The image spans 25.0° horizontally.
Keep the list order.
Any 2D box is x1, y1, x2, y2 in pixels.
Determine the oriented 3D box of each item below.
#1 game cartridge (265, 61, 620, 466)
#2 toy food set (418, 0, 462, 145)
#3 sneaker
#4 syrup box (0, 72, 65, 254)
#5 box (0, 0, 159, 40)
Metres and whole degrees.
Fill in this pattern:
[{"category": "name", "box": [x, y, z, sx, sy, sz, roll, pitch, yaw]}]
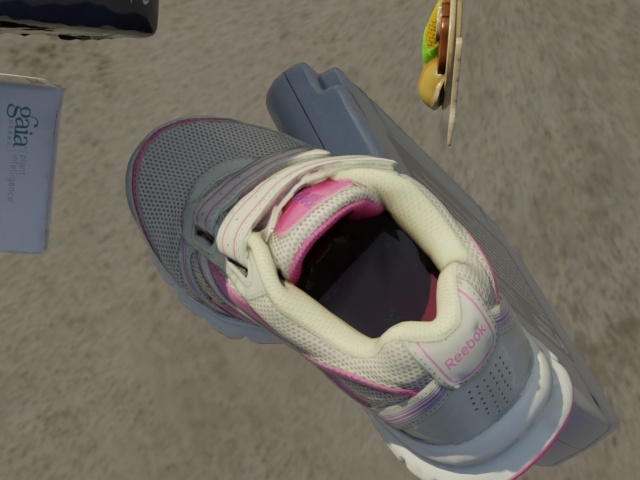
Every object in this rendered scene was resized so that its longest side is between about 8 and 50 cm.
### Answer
[{"category": "game cartridge", "box": [0.083, 0.031, 0.848, 0.062, 0.297, 0.198, -31, 59, 14]}, {"category": "toy food set", "box": [0.124, -0.193, 1.502, 0.038, 0.192, 0.132, 4, 121, 3]}, {"category": "sneaker", "box": [0.000, 0.000, 0.638, 0.252, 0.111, 0.103, 32, 70, 34]}, {"category": "syrup box", "box": [-0.264, -0.054, 0.788, 0.237, 0.096, 0.093, 5, 97, -17]}, {"category": "box", "box": [-0.198, -0.236, 0.591, 0.183, 0.294, 0.296, 5, 97, 21]}]
